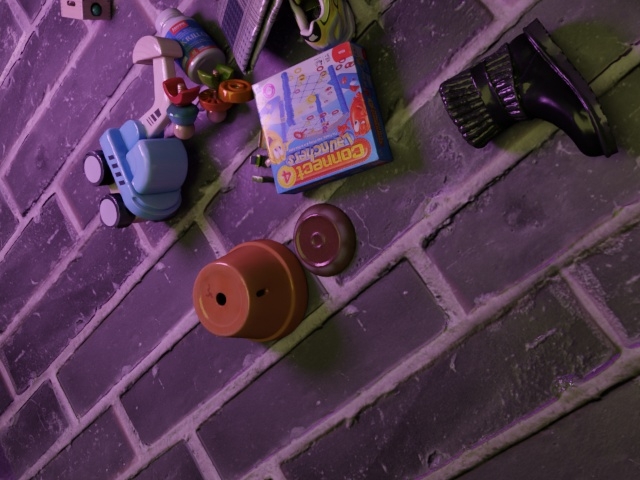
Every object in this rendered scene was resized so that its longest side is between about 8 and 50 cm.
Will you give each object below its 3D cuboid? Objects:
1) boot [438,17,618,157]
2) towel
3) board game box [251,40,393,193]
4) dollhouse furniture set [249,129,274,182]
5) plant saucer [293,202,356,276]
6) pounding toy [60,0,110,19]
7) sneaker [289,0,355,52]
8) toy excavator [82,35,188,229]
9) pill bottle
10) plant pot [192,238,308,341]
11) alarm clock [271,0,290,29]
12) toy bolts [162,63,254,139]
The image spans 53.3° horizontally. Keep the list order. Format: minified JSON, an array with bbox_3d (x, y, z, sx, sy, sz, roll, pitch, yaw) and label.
[{"bbox_3d":[0.430,-0.262,1.341,0.260,0.131,0.348,-35,65,23],"label":"boot"},{"bbox_3d":[-0.180,-0.650,1.662,0.324,0.056,0.312,-63,39,39],"label":"towel"},{"bbox_3d":[-0.001,-0.303,1.634,0.308,0.086,0.302,-17,84,29],"label":"board game box"},{"bbox_3d":[-0.153,-0.237,1.761,0.076,0.058,0.152,14,101,31],"label":"dollhouse furniture set"},{"bbox_3d":[0.000,0.000,1.697,0.198,0.036,0.199,2,95,32],"label":"plant saucer"},{"bbox_3d":[-0.743,-0.770,2.064,0.141,0.130,0.100,18,115,30],"label":"pounding toy"},{"bbox_3d":[-0.020,-0.659,1.591,0.145,0.147,0.385,-23,81,33],"label":"sneaker"},{"bbox_3d":[-0.490,-0.300,1.851,0.445,0.222,0.433,-31,79,36],"label":"toy excavator"},{"bbox_3d":[-0.382,-0.567,1.842,0.221,0.124,0.124,49,117,19],"label":"pill bottle"},{"bbox_3d":[-0.207,0.148,1.743,0.290,0.203,0.291,3,96,32],"label":"plant pot"},{"bbox_3d":[-0.134,-0.679,1.715,0.129,0.064,0.192,38,109,24],"label":"alarm clock"},{"bbox_3d":[-0.303,-0.359,1.743,0.218,0.228,0.159,35,136,34],"label":"toy bolts"}]
